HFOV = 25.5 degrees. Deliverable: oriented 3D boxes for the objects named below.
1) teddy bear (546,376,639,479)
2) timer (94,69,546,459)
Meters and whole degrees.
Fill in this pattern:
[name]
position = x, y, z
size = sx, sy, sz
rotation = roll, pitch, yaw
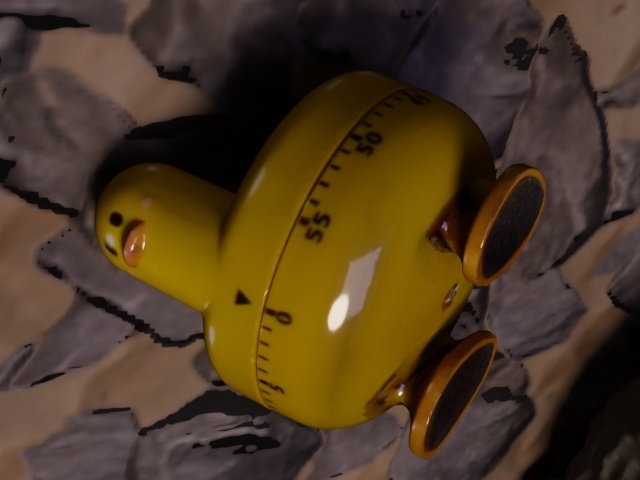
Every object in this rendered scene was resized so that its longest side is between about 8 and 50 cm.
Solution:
[teddy bear]
position = 0.219, 0.126, 0.595
size = 0.267, 0.151, 0.236
rotation = 8, 101, -32
[timer]
position = 0.000, 0.000, 0.419
size = 0.107, 0.109, 0.107
rotation = -49, 154, -34
